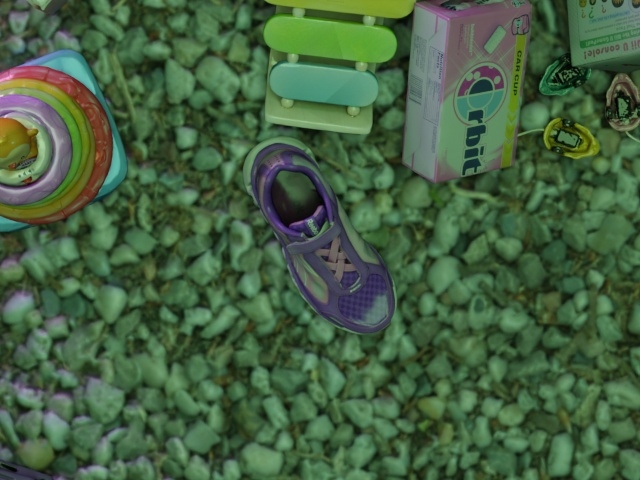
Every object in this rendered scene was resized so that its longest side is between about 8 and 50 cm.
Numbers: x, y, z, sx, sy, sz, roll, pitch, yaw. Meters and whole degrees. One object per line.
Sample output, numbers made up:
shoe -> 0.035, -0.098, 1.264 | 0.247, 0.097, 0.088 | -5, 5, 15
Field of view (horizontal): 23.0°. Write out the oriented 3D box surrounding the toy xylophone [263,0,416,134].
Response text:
toy xylophone -> 0.046, -0.265, 1.602 | 0.236, 0.081, 0.322 | -1, 118, -1

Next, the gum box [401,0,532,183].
gum box -> 0.149, -0.163, 1.616 | 0.107, 0.062, 0.188 | -14, 121, -31

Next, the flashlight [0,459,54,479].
flashlight -> -0.227, 0.328, 1.655 | 0.304, 0.103, 0.103 | 19, 95, -7

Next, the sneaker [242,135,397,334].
sneaker -> 0.000, 0.000, 1.648 | 0.095, 0.104, 0.236 | -33, 97, -3

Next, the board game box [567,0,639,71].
board game box -> 0.353, -0.335, 1.574 | 0.098, 0.224, 0.303 | 0, 86, -38

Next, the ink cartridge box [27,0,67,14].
ink cartridge box -> -0.246, -0.412, 1.587 | 0.307, 0.129, 0.223 | -44, 96, 0

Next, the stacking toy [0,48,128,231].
stacking toy -> -0.289, -0.092, 1.520 | 0.175, 0.302, 0.165 | -22, 95, -3

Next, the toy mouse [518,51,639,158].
toy mouse -> 0.290, -0.157, 1.694 | 0.161, 0.031, 0.143 | 15, 93, -5
